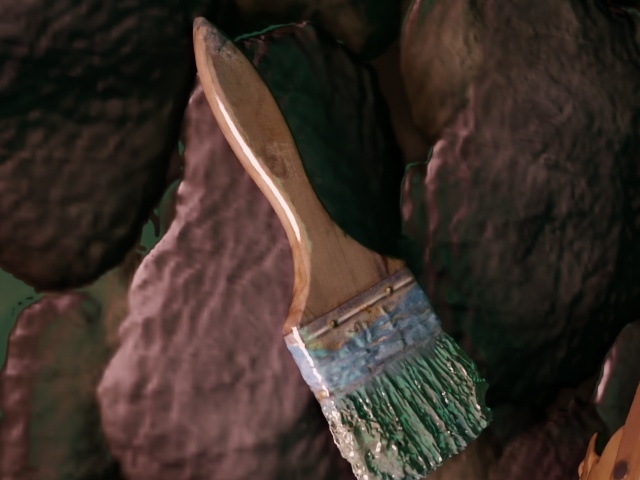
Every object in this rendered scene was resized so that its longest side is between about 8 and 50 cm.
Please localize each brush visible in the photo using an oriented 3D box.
[{"bbox_3d":[0.000,0.000,0.377,0.070,0.021,0.196,-29,91,-30],"label":"brush"}]

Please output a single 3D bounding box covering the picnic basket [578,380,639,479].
[{"bbox_3d":[0.164,0.097,0.367,0.128,0.137,0.179,23,75,-19],"label":"picnic basket"}]
